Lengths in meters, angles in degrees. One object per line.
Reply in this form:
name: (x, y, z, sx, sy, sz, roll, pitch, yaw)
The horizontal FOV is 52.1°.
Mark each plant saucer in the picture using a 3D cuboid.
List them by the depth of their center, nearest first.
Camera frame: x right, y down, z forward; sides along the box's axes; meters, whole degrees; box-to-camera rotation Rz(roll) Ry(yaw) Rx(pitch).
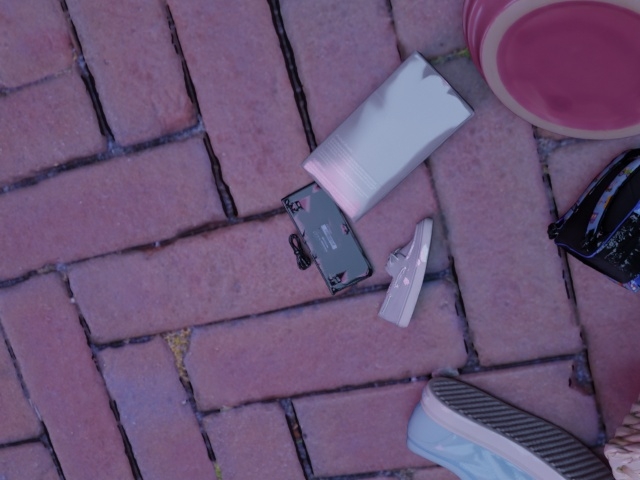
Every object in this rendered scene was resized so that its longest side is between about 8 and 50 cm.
plant saucer: (0.327, -0.233, 0.790, 0.332, 0.332, 0.084, 22, 66, 6)

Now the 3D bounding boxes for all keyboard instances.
keyboard: (0.000, 0.000, 1.067, 0.108, 0.023, 0.180, -27, 96, 11)

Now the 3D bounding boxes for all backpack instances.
backpack: (0.423, -0.036, 0.900, 0.117, 0.158, 0.173, 34, 97, -6)

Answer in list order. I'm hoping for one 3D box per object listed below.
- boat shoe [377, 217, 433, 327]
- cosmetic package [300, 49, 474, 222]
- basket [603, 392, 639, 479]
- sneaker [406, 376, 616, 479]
boat shoe: (0.132, 0.047, 1.032, 0.063, 0.066, 0.184, 15, 116, 7)
cosmetic package: (0.099, -0.152, 0.966, 0.238, 0.107, 0.127, -41, 92, 16)
basket: (0.587, 0.295, 0.798, 0.331, 0.328, 0.266, -17, 98, 47)
sneaker: (0.306, 0.363, 1.042, 0.366, 0.135, 0.150, 30, 116, 13)
